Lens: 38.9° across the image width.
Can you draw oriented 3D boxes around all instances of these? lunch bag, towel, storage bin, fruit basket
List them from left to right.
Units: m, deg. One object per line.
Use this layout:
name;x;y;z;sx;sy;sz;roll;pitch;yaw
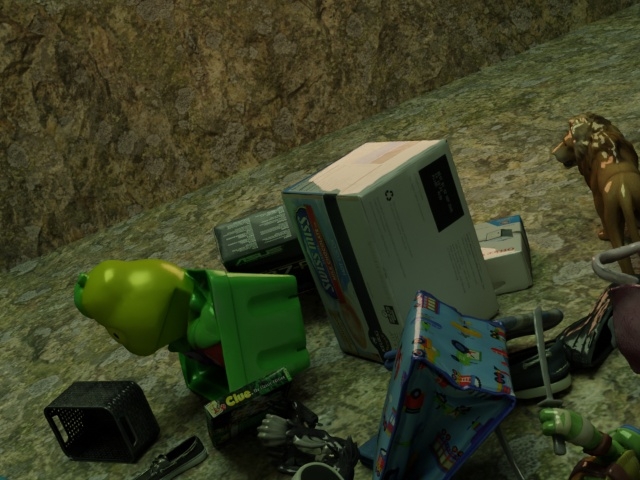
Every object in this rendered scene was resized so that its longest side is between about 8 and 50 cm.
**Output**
storage bin;-0.397;0.328;1.644;0.180;0.122;0.084;-6;24;34
fruit basket;-0.247;0.155;1.636;0.392;0.282;0.392;-9;2;0
towel;0.115;0.303;1.360;0.119;0.029;0.067;-29;19;-27
lunch bag;0.122;0.247;1.170;0.138;0.293;0.221;24;19;0
towel;0.245;0.153;1.409;0.209;0.034;0.285;-22;-12;29

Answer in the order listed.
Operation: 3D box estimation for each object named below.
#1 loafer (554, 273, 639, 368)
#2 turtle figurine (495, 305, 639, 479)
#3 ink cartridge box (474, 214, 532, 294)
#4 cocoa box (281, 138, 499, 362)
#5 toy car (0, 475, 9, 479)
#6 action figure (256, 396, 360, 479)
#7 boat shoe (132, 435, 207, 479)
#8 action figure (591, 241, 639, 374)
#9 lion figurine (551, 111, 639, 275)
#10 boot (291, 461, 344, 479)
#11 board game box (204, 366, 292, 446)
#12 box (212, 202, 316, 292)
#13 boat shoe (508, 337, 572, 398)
loafer;0.463;0.130;1.431;0.223;0.076;0.078;-35;29;-26
turtle figurine;0.253;0.281;1.048;0.266;0.275;0.198;-45;-3;-43
ink cartridge box;0.341;0.032;1.796;0.140;0.082;0.190;-14;19;16
cocoa box;0.127;0.020;1.630;0.231;0.347;0.228;-33;23;-31
toy car;-0.455;0.483;1.269;0.238;0.210;0.219;17;17;15
action figure;-0.028;0.321;1.264;0.141;0.164;0.276;6;6;-15
boat shoe;-0.258;0.374;1.510;0.142;0.040;0.049;-28;21;-22
action figure;0.553;0.115;1.119;0.248;0.275;0.370;-19;5;-17
lion figurine;0.555;-0.091;1.679;0.142;0.240;0.392;-18;20;5
boot;0.021;0.413;1.086;0.088;0.176;0.244;-6;44;-40
board game box;-0.117;0.271;1.451;0.136;0.030;0.259;-26;-16;-15
box;0.000;0.000;1.925;0.395;0.097;0.318;-18;-24;0
boat shoe;0.251;0.208;1.383;0.255;0.079;0.095;-13;7;14
